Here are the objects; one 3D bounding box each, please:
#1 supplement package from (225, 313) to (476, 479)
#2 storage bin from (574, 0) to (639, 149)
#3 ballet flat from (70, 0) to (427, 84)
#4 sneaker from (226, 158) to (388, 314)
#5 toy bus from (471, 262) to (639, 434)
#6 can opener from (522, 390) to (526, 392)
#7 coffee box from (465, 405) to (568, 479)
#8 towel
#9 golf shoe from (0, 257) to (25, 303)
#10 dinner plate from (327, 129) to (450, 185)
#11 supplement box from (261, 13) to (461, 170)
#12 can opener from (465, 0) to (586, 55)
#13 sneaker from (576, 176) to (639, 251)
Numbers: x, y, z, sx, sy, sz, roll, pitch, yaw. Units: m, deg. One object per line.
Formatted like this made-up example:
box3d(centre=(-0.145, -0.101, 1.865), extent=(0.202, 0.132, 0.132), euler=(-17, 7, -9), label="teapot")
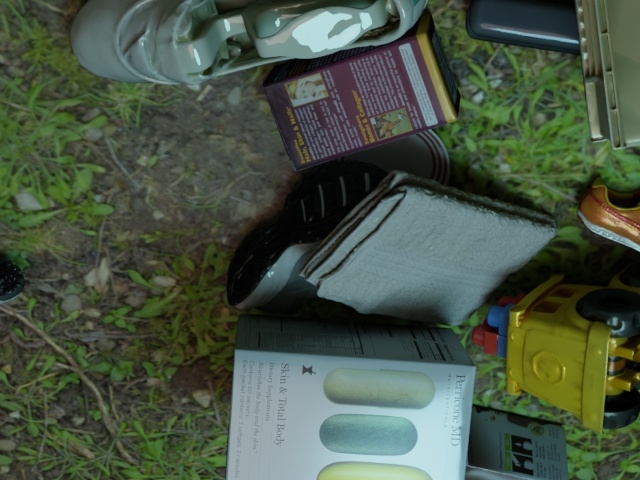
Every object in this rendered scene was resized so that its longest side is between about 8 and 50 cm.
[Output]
box3d(centre=(0.027, 0.206, 1.558), extent=(0.263, 0.198, 0.199), euler=(4, 98, -3), label="supplement package")
box3d(centre=(0.384, -0.234, 1.306), extent=(0.262, 0.123, 0.260), euler=(-8, 102, 5), label="storage bin")
box3d(centre=(-0.084, -0.227, 1.404), extent=(0.400, 0.139, 0.139), euler=(-10, 124, 12), label="ballet flat")
box3d(centre=(0.000, 0.000, 1.581), extent=(0.108, 0.100, 0.271), euler=(20, 137, -30), label="sneaker")
box3d(centre=(0.297, 0.104, 1.592), extent=(0.211, 0.220, 0.149), euler=(14, 118, 33), label="toy bus")
box3d(centre=(0.325, 0.168, 1.694), extent=(0.186, 0.073, 0.059), euler=(-1, 118, -6), label="can opener")
box3d(centre=(0.152, 0.303, 1.766), extent=(0.297, 0.119, 0.168), euler=(13, 126, -4), label="coffee box")
box3d(centre=(0.127, 0.016, 1.536), extent=(0.282, 0.049, 0.187), euler=(12, 133, -41), label="towel")
box3d(centre=(-0.442, 0.080, 1.697), extent=(0.198, 0.077, 0.094), euler=(-12, 134, 22), label="golf shoe")
box3d(centre=(0.078, -0.087, 1.558), extent=(0.141, 0.017, 0.141), euler=(3, 125, 4), label="dinner plate")
box3d(centre=(0.045, -0.159, 1.460), extent=(0.188, 0.081, 0.104), euler=(-16, 111, 16), label="supplement box")
box3d(centre=(0.297, -0.238, 1.412), extent=(0.284, 0.076, 0.095), euler=(9, 93, 0), label="can opener")
box3d(centre=(0.381, -0.018, 1.554), extent=(0.175, 0.064, 0.067), euler=(21, 115, -13), label="sneaker")
